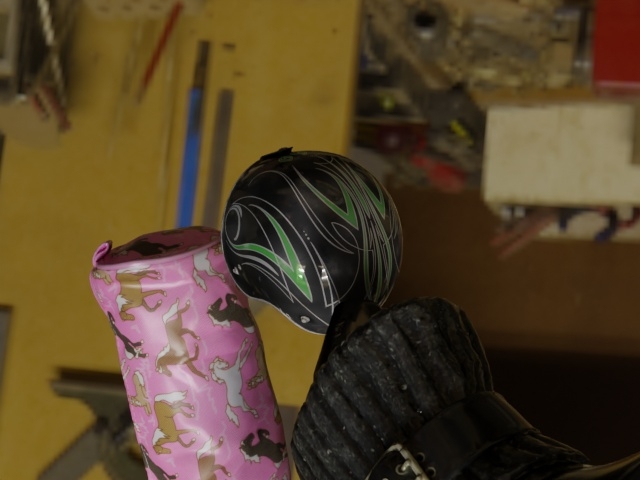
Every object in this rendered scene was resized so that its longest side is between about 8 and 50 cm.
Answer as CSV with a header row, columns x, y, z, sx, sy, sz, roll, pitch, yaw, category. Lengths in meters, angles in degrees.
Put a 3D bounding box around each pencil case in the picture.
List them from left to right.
x,y,z,sx,sy,sz,roll,pitch,yaw,category
-0.143,0.171,1.632,0.167,0.386,0.160,-21,-164,-37,pencil case

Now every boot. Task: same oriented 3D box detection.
x,y,z,sx,sy,sz,roll,pitch,yaw,category
0.123,0.121,0.803,0.131,0.260,0.348,23,125,-37,boot

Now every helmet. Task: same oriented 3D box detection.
x,y,z,sx,sy,sz,roll,pitch,yaw,category
0.000,0.000,1.390,0.161,0.169,0.169,25,-175,42,helmet

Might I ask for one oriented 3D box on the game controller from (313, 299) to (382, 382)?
x,y,z,sx,sy,sz,roll,pitch,yaw,category
0.056,0.144,1.201,0.166,0.067,0.319,49,-170,-5,game controller
